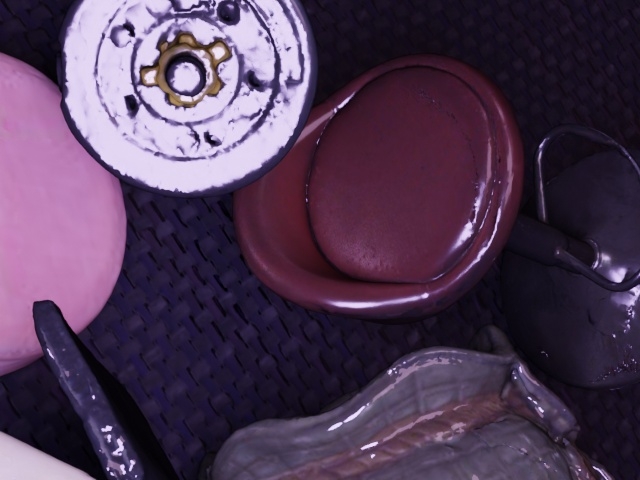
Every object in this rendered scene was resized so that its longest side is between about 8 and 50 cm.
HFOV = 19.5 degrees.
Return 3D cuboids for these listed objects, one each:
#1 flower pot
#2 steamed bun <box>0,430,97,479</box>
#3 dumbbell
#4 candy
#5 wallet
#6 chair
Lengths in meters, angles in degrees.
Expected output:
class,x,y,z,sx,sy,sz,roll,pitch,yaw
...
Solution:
class,x,y,z,sx,sy,sz,roll,pitch,yaw
flower pot,0.074,0.202,1.408,0.302,0.302,0.213,-17,81,-43
steamed bun,-0.196,0.332,1.117,0.456,0.290,0.371,43,51,-17
dumbbell,-0.096,-0.142,1.391,0.185,0.185,0.388,52,5,-10
candy,-0.265,-0.021,1.349,0.255,0.094,0.255,17,62,-34
wallet,-0.131,0.138,1.278,0.030,0.285,0.146,-28,70,-4
chair,0.135,-0.013,1.532,0.401,0.226,0.226,17,60,-48
